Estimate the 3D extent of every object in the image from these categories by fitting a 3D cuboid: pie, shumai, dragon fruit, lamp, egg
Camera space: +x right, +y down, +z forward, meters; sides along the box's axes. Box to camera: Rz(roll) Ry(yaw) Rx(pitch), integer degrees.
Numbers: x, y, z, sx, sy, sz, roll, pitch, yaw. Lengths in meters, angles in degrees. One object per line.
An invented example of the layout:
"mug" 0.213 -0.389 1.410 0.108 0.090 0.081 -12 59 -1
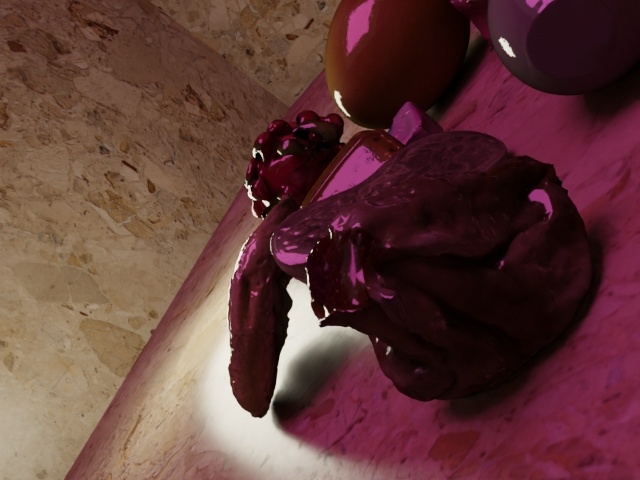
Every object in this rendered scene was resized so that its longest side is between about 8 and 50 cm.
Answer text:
"pie" -0.080 0.097 1.090 0.337 0.075 0.337 10 -90 -87
"shumai" 0.105 0.032 0.614 0.218 0.183 0.185 -29 -15 22
"dragon fruit" -0.038 -0.136 1.346 0.219 0.198 0.272 -18 -42 -35
"lamp" 0.070 -0.056 1.068 0.185 0.161 0.161 -51 13 7
"egg" 0.270 -0.253 0.804 0.176 0.176 0.231 -42 11 43
"egg" 0.135 -0.351 1.372 0.322 0.250 0.250 -65 15 -16

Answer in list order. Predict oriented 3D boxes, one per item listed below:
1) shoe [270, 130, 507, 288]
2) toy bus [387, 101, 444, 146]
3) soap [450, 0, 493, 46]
"shoe" 0.099 -0.008 0.942 0.317 0.159 0.124 -25 39 -9
"toy bus" 0.091 -0.084 1.203 0.274 0.090 0.112 -50 20 14
"soap" 0.317 -0.407 1.143 0.220 0.127 0.325 -55 14 -1
